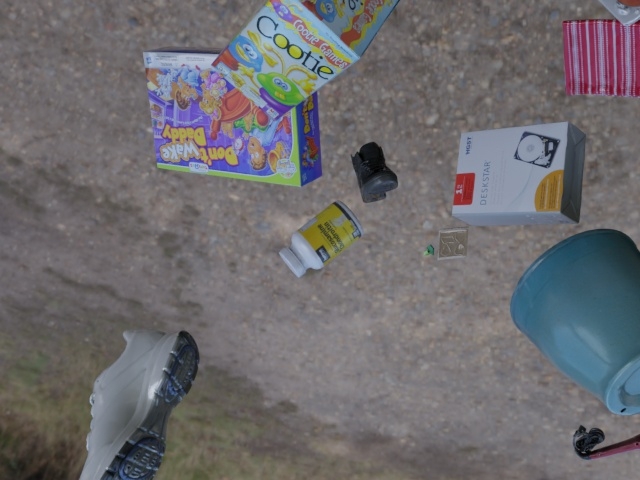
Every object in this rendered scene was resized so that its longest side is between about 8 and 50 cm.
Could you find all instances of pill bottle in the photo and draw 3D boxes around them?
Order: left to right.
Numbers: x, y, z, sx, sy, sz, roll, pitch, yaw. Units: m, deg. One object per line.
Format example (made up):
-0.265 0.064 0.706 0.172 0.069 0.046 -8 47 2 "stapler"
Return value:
0.000 0.000 1.773 0.184 0.103 0.103 -38 138 -8 "pill bottle"

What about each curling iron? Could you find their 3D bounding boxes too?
0.586 0.359 1.421 0.274 0.035 0.068 -22 109 38 "curling iron"

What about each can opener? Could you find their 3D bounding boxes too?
0.631 -0.572 1.717 0.093 0.280 0.074 9 132 -49 "can opener"

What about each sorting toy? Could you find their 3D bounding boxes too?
0.222 0.006 1.377 0.083 0.012 0.062 -5 113 -16 "sorting toy"

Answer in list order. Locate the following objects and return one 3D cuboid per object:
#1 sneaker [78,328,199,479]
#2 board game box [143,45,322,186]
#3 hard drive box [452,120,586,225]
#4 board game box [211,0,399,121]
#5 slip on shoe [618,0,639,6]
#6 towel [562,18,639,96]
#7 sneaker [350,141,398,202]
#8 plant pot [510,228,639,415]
-0.292 0.266 1.167 0.129 0.297 0.111 10 149 23 "sneaker"
-0.167 -0.240 1.465 0.347 0.078 0.233 9 114 30 "board game box"
0.389 -0.126 1.527 0.232 0.181 0.089 -1 167 41 "hard drive box"
-0.028 -0.313 1.157 0.142 0.144 0.275 40 154 -16 "board game box"
0.599 -0.487 1.453 0.123 0.331 0.101 28 117 17 "slip on shoe"
0.704 -0.419 1.806 0.274 0.031 0.199 10 133 30 "towel"
0.077 -0.108 1.166 0.051 0.089 0.170 -10 173 -5 "sneaker"
0.524 0.163 1.396 0.271 0.255 0.272 -12 132 -13 "plant pot"
